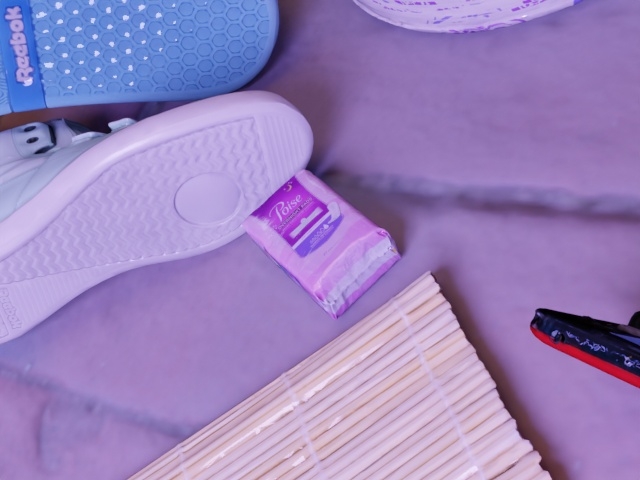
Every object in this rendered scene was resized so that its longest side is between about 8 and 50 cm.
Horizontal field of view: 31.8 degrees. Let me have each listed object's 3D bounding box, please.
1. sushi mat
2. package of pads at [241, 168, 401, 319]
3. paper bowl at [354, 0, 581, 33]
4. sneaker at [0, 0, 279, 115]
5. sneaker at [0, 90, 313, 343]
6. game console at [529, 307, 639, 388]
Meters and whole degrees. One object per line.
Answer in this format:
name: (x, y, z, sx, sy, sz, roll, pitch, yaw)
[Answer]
sushi mat: (-0.052, 0.148, 0.512, 0.316, 0.019, 0.151, -35, 43, 6)
package of pads: (0.000, 0.000, 0.590, 0.050, 0.032, 0.083, -42, 42, -6)
paper bowl: (0.103, -0.273, 0.665, 0.284, 0.148, 0.284, -21, 44, 22)
sneaker: (-0.196, -0.178, 0.754, 0.319, 0.127, 0.208, 2, 35, -11)
sneaker: (-0.128, -0.051, 0.682, 0.256, 0.094, 0.151, -25, 41, 14)
game console: (0.173, 0.026, 0.408, 0.144, 0.124, 0.085, 24, 98, 46)
